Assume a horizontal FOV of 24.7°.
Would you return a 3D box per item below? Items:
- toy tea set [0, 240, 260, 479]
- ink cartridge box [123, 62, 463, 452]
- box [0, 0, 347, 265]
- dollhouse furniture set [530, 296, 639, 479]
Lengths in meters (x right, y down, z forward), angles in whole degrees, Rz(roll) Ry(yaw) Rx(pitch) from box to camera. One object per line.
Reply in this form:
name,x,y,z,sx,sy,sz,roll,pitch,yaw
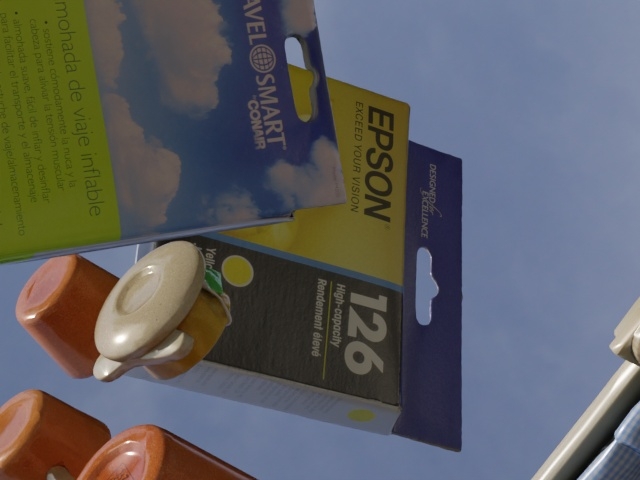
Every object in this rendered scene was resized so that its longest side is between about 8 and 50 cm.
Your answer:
toy tea set,-0.108,0.124,0.878,0.124,0.200,0.336,44,-151,-30
ink cartridge box,0.000,0.000,1.232,0.307,0.072,0.303,14,-122,-19
box,-0.085,-0.050,0.555,0.178,0.042,0.109,-9,-91,-25
dollhouse furniture set,0.213,0.210,0.734,0.303,0.198,0.286,26,-72,-33
